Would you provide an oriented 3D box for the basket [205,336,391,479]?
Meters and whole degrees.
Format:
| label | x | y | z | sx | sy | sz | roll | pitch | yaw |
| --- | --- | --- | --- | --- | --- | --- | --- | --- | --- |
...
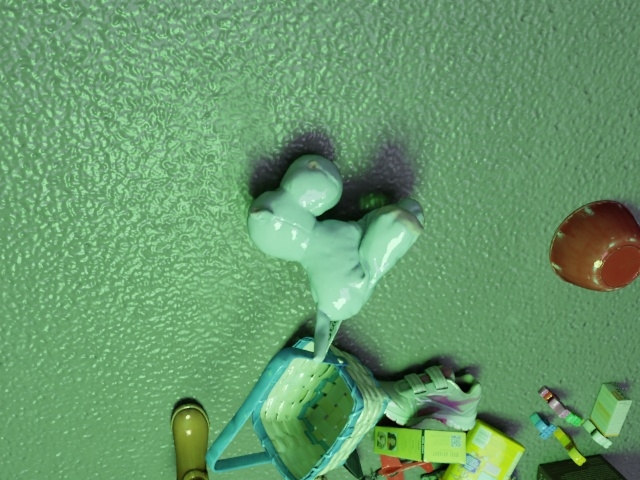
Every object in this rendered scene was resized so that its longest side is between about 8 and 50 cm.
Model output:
| label | x | y | z | sx | sy | sz | roll | pitch | yaw |
| --- | --- | --- | --- | --- | --- | --- | --- | --- | --- |
| basket | -0.039 | 0.300 | 1.198 | 0.255 | 0.201 | 0.289 | -54 | 146 | 15 |

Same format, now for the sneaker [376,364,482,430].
| label | x | y | z | sx | sy | sz | roll | pitch | yaw |
| --- | --- | --- | --- | --- | --- | --- | --- | --- | --- |
| sneaker | 0.207 | 0.292 | 1.336 | 0.252 | 0.103 | 0.111 | 10 | 109 | -25 |

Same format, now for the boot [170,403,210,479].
| label | x | y | z | sx | sy | sz | roll | pitch | yaw |
| --- | --- | --- | --- | --- | --- | --- | --- | --- | --- |
| boot | -0.232 | 0.414 | 1.254 | 0.073 | 0.152 | 0.197 | -6 | 117 | -10 |

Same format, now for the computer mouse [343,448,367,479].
| label | x | y | z | sx | sy | sz | roll | pitch | yaw |
| --- | --- | --- | --- | --- | --- | --- | --- | --- | --- |
| computer mouse | 0.087 | 0.481 | 1.418 | 0.041 | 0.071 | 0.242 | -43 | 123 | -15 |

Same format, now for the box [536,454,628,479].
| label | x | y | z | sx | sy | sz | roll | pitch | yaw |
| --- | --- | --- | --- | --- | --- | --- | --- | --- | --- |
| box | 0.600 | 0.610 | 1.511 | 0.167 | 0.203 | 0.168 | -5 | 106 | -11 |

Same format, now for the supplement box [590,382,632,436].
| label | x | y | z | sx | sy | sz | roll | pitch | yaw |
| --- | --- | --- | --- | --- | --- | --- | --- | --- | --- |
| supplement box | 0.632 | 0.368 | 1.490 | 0.036 | 0.062 | 0.098 | 2 | 117 | -13 |

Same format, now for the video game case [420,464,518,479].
| label | x | y | z | sx | sy | sz | roll | pitch | yaw |
| --- | --- | --- | --- | --- | --- | --- | --- | --- | --- |
| video game case | 0.347 | 0.584 | 1.543 | 0.210 | 0.042 | 0.232 | -20 | 119 | -5 |

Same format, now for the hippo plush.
| label | x | y | z | sx | sy | sz | roll | pitch | yaw |
| --- | --- | --- | --- | --- | --- | --- | --- | --- | --- |
| hippo plush | 0.000 | 0.000 | 1.104 | 0.236 | 0.234 | 0.294 | 38 | 88 | 4 |

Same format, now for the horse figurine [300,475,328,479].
| label | x | y | z | sx | sy | sz | roll | pitch | yaw |
| --- | --- | --- | --- | --- | --- | --- | --- | --- | --- |
| horse figurine | -0.050 | 0.583 | 1.436 | 0.174 | 0.066 | 0.263 | -13 | 116 | 0 |

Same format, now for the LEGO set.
| label | x | y | z | sx | sy | sz | roll | pitch | yaw |
| --- | --- | --- | --- | --- | --- | --- | --- | --- | --- |
| LEGO set | 0.541 | 0.420 | 1.476 | 0.227 | 0.093 | 0.087 | 35 | 104 | -26 |

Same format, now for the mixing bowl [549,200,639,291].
| label | x | y | z | sx | sy | sz | roll | pitch | yaw |
| --- | --- | --- | --- | --- | --- | --- | --- | --- | --- |
| mixing bowl | 0.533 | 0.028 | 1.273 | 0.181 | 0.098 | 0.181 | -6 | 118 | -11 |

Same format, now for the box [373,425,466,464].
| label | x | y | z | sx | sy | sz | roll | pitch | yaw |
| --- | --- | --- | --- | --- | --- | --- | --- | --- | --- |
| box | 0.184 | 0.388 | 1.306 | 0.087 | 0.232 | 0.058 | 8 | 74 | -16 |

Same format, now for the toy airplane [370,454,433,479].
| label | x | y | z | sx | sy | sz | roll | pitch | yaw |
| --- | --- | --- | --- | --- | --- | --- | --- | --- | --- |
| toy airplane | 0.178 | 0.483 | 1.459 | 0.151 | 0.028 | 0.151 | -5 | 116 | -10 |

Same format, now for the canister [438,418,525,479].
| label | x | y | z | sx | sy | sz | roll | pitch | yaw |
| --- | --- | --- | --- | --- | --- | --- | --- | --- | --- |
| canister | 0.337 | 0.477 | 1.435 | 0.126 | 0.073 | 0.170 | 30 | 89 | -6 |
